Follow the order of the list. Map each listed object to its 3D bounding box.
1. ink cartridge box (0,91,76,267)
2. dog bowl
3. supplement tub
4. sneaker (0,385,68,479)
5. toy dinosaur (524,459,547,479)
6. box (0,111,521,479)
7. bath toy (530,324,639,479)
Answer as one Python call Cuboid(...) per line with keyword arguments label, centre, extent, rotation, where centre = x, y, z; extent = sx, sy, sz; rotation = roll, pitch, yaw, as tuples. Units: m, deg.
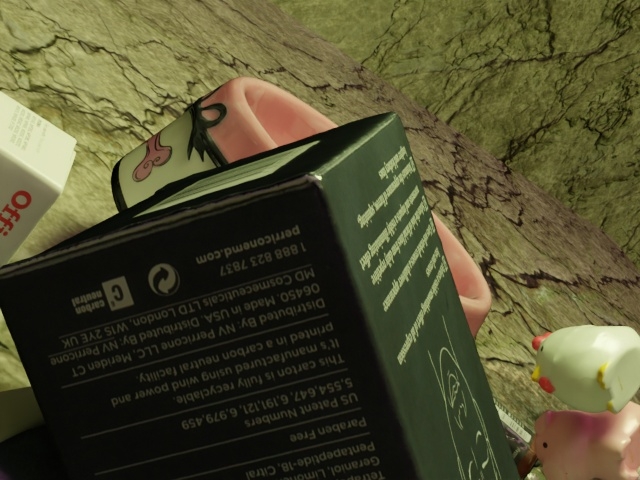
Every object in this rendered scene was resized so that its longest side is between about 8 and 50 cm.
Cuboid(label="ink cartridge box", centre=(-0.340, -0.061, 0.885), extent=(0.237, 0.172, 0.100), rotation=(34, 20, -21))
Cuboid(label="dog bowl", centre=(0.000, 0.000, 1.120), extent=(0.408, 0.150, 0.408), rotation=(39, 14, -12))
Cuboid(label="supplement tub", centre=(0.161, 0.217, 1.349), extent=(0.198, 0.106, 0.106), rotation=(41, 18, 2))
Cuboid(label="sneaker", centre=(-0.153, 0.171, 0.828), extent=(0.148, 0.131, 0.350), rotation=(51, 26, 9))
Cuboid(label="toy dinosaur", centre=(0.242, 0.277, 1.448), extent=(0.268, 0.064, 0.118), rotation=(38, 25, 1))
Cuboid(label="box", centre=(-0.002, 0.141, 0.773), extent=(0.293, 0.212, 0.395), rotation=(-45, 116, -72))
Cuboid(label="bath toy", centre=(0.304, 0.240, 1.274), extent=(0.129, 0.151, 0.348), rotation=(21, -45, 48))
